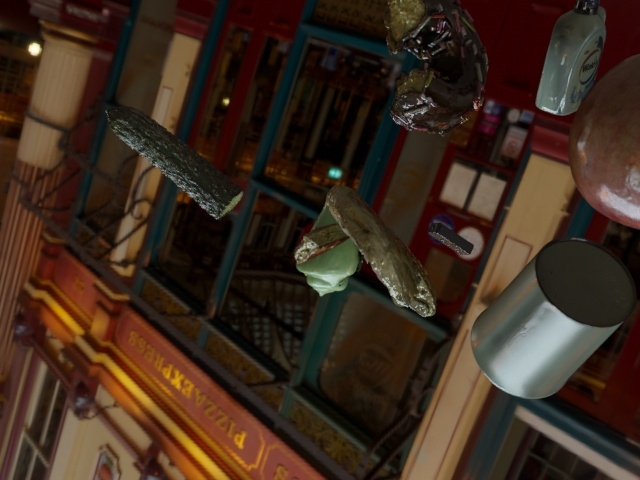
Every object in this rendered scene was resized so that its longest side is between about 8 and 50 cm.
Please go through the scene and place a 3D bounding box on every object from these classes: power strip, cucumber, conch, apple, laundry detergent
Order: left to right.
[{"bbox_3d":[-0.341,-0.191,1.636,0.359,0.096,0.096,39,-167,0],"label":"cucumber"},{"bbox_3d":[0.039,0.013,1.689,0.137,0.250,0.143,25,-169,-17],"label":"conch"},{"bbox_3d":[0.290,-0.003,1.590,0.111,0.029,0.038,31,165,-23],"label":"power strip"},{"bbox_3d":[0.600,-0.450,1.661,0.105,0.280,0.215,27,-140,32],"label":"laundry detergent"},{"bbox_3d":[0.613,-0.191,1.294,0.345,0.269,0.344,-9,-147,6],"label":"apple"}]

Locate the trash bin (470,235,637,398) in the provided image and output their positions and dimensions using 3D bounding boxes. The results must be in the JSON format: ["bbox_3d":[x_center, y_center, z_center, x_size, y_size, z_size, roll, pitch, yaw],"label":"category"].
[{"bbox_3d":[0.561,0.207,1.781,0.280,0.432,0.280,6,-125,-9],"label":"trash bin"}]

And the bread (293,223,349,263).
[{"bbox_3d":[0.016,-0.005,1.547,0.136,0.054,0.154,-22,175,-18],"label":"bread"}]

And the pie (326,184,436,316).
[{"bbox_3d":[0.118,0.011,1.381,0.337,0.075,0.337,51,-171,-12],"label":"pie"}]

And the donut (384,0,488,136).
[{"bbox_3d":[0.271,-0.397,1.608,0.259,0.345,0.136,14,161,-32],"label":"donut"}]
